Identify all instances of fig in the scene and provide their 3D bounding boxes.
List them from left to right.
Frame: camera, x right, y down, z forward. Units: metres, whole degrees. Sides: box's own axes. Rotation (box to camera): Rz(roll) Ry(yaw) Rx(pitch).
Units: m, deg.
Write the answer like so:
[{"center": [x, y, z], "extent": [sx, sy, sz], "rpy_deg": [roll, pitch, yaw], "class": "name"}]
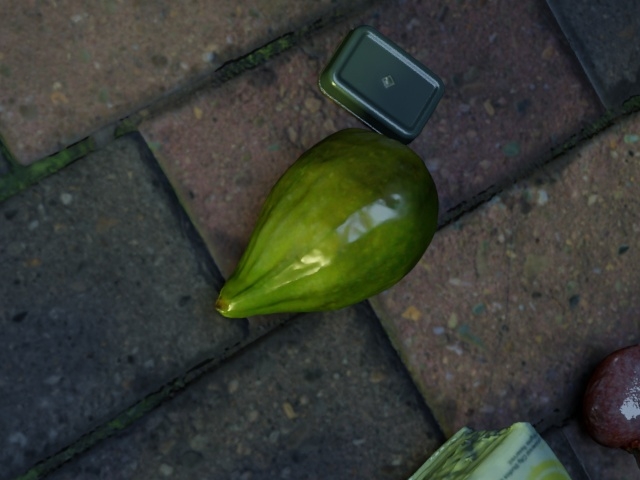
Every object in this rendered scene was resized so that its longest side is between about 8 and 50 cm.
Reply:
[{"center": [0.016, 0.001, 1.324], "extent": [0.167, 0.167, 0.233], "rpy_deg": [33, 95, -13], "class": "fig"}]

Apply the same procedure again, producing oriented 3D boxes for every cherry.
[{"center": [0.330, 0.223, 1.442], "extent": [0.107, 0.090, 0.226], "rpy_deg": [6, 89, -31], "class": "cherry"}]

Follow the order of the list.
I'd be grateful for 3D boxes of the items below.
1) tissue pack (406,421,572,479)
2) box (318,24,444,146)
[{"center": [0.192, 0.413, 1.317], "extent": [0.287, 0.162, 0.388], "rpy_deg": [-40, 98, -21], "class": "tissue pack"}, {"center": [0.068, -0.167, 1.429], "extent": [0.126, 0.031, 0.091], "rpy_deg": [36, 71, -10], "class": "box"}]
